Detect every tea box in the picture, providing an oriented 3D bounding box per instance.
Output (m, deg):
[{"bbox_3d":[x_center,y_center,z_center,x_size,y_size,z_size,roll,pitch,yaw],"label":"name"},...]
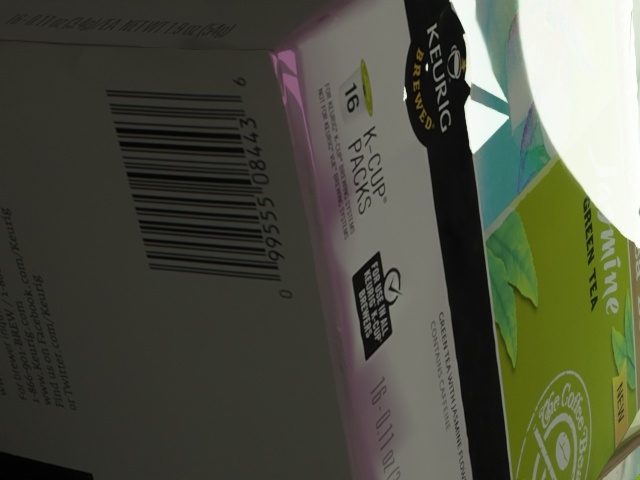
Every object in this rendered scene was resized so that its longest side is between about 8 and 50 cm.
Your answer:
[{"bbox_3d":[0.000,0.000,0.674,0.323,0.220,0.329,-44,133,-48],"label":"tea box"}]

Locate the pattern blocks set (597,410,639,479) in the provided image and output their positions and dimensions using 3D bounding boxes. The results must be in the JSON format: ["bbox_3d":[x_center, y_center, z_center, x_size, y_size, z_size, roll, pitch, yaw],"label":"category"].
[{"bbox_3d":[0.100,0.130,0.826,0.325,0.285,0.026,-33,111,-46],"label":"pattern blocks set"}]

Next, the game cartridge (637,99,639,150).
[{"bbox_3d":[0.161,-0.118,1.006,0.297,0.062,0.198,51,40,-38],"label":"game cartridge"}]
